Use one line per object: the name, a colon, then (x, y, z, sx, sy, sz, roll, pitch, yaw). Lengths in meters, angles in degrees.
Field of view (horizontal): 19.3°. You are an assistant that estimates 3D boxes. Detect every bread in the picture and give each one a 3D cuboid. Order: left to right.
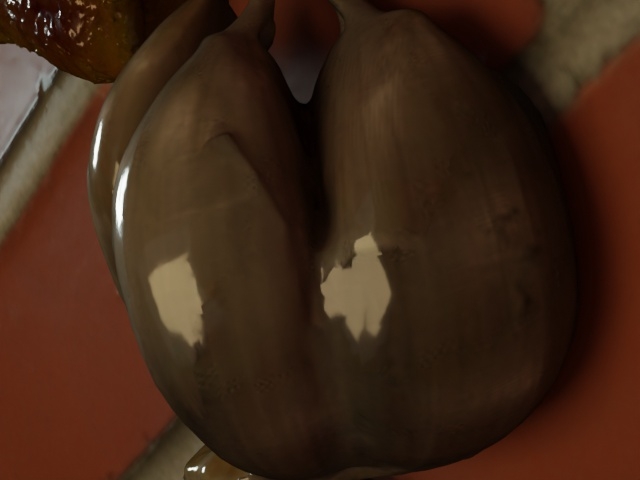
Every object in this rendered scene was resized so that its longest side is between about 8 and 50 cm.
bread: (-0.166, -0.173, 1.045, 0.271, 0.077, 0.139, 25, 119, 47)

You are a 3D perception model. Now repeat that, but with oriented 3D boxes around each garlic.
garlic: (0.000, 0.000, 0.883, 0.237, 0.210, 0.291, -110, 13, -69)

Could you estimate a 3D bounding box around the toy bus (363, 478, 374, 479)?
toy bus: (0.050, 0.166, 0.916, 0.166, 0.065, 0.047, 26, 124, 41)
